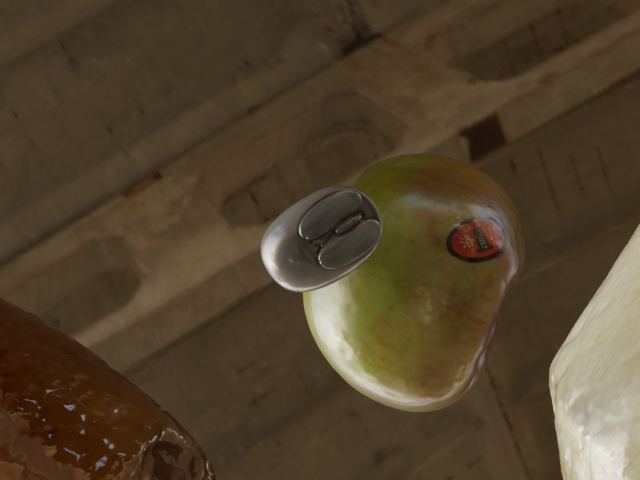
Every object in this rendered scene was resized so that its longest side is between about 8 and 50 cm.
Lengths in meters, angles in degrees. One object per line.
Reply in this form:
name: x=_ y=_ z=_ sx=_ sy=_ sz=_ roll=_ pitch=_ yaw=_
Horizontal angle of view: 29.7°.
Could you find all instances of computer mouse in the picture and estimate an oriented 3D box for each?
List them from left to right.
computer mouse: x=-0.001 y=0.001 z=0.886 sx=0.096 sy=0.039 sz=0.066 roll=-30 pitch=-83 yaw=24

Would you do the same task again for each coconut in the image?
coconut: x=0.330 y=0.102 z=0.871 sx=0.328 sy=0.329 sz=0.329 roll=-9 pitch=-64 yaw=-20

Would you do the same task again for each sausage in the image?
sausage: x=-0.156 y=0.049 z=0.383 sx=0.076 sy=0.302 sz=0.103 roll=11 pitch=-89 yaw=-59

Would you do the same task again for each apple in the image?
apple: x=0.092 y=0.041 z=1.194 sx=0.194 sy=0.261 sz=0.261 roll=23 pitch=-73 yaw=12
